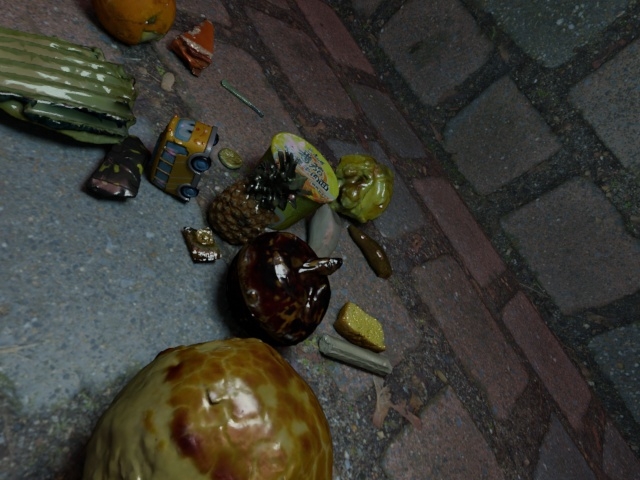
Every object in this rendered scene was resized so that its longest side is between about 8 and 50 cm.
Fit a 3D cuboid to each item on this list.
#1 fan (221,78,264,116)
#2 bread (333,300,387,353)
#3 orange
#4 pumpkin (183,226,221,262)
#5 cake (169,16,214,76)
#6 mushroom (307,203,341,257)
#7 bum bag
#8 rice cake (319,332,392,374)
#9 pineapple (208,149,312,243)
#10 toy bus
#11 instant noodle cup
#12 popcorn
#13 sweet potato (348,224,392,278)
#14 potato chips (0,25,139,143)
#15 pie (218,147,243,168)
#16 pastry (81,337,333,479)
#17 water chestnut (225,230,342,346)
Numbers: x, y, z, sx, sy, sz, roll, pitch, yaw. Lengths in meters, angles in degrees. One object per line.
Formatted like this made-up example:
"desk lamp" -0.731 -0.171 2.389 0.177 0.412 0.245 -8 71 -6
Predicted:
"fan" -0.289 -0.527 1.550 0.193 0.016 0.038 38 40 -17
"bread" 0.123 0.267 1.263 0.187 0.065 0.103 33 37 -22
"orange" -0.548 -0.708 1.228 0.240 0.240 0.240 29 41 -29
"pumpkin" -0.300 0.011 1.046 0.073 0.035 0.101 -7 68 -38
"cake" -0.445 -0.706 1.462 0.135 0.098 0.287 24 44 -34
"mushroom" 0.000 0.000 1.334 0.118 0.103 0.270 38 43 -19
"bum bag" -0.471 -0.181 0.997 0.107 0.060 0.232 28 41 -27
"rice cake" 0.104 0.330 1.194 0.256 0.052 0.057 28 38 -30
"pineapple" -0.147 -0.120 1.067 0.169 0.340 0.169 27 46 -31
"toy bus" -0.346 -0.210 1.045 0.136 0.209 0.126 21 45 -21
"instant noodle cup" -0.103 -0.170 1.277 0.264 0.200 0.264 30 40 -29
"popcorn" 0.138 -0.200 1.555 0.276 0.225 0.276 31 36 -26
"sweet potato" 0.189 0.034 1.535 0.077 0.077 0.243 -24 79 -54
"potato chips" -0.634 -0.374 0.946 0.429 0.070 0.358 -2 53 -45
"pie" -0.282 -0.258 1.312 0.084 0.021 0.084 25 44 -27
"pastry" -0.150 0.329 0.656 0.389 0.312 0.388 37 21 -17
"water chestnut" -0.078 0.098 1.008 0.300 0.300 0.300 29 41 -29
